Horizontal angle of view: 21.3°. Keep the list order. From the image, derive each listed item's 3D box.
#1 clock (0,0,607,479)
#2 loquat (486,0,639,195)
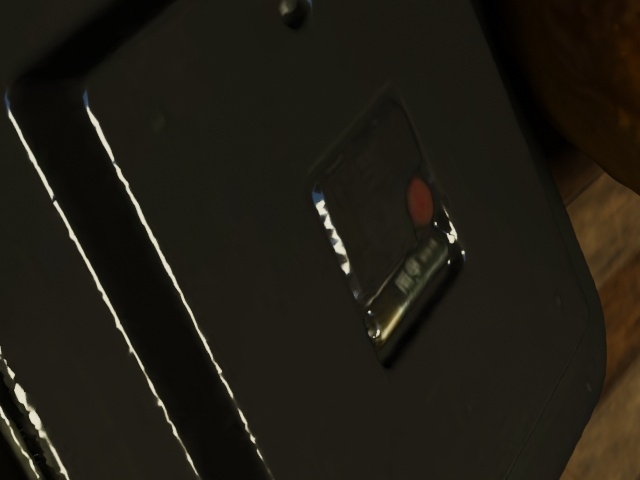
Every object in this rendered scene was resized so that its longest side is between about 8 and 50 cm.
[{"bbox_3d":[0.001,0.000,0.490,0.279,0.049,0.273,-51,124,-48],"label":"clock"},{"bbox_3d":[0.162,-0.113,0.593,0.193,0.238,0.238,12,73,-60],"label":"loquat"}]
